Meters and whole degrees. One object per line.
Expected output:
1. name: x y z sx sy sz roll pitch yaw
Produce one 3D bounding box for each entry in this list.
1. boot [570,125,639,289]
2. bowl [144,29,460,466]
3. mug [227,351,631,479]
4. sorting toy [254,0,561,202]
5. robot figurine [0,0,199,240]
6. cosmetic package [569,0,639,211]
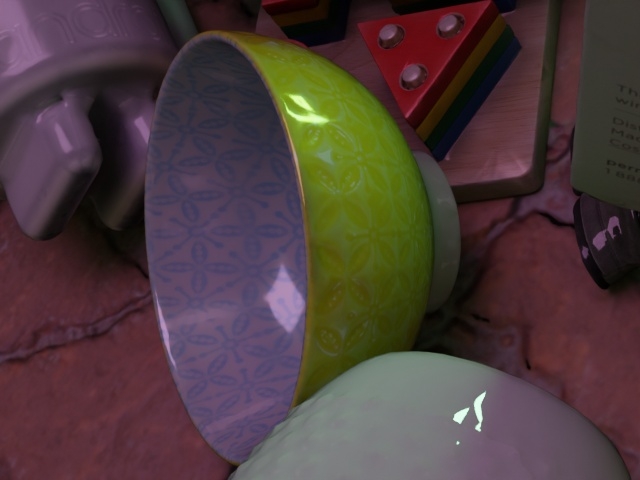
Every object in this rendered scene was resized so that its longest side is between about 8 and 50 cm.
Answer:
1. boot: 0.241 -0.091 1.158 0.161 0.083 0.246 -12 53 31
2. bowl: 0.000 0.000 1.167 0.156 0.289 0.289 -6 44 -25
3. mug: 0.010 0.249 0.974 0.374 0.276 0.328 -21 38 58
4. sorting toy: 0.043 -0.152 1.305 0.257 0.089 0.255 -7 57 27
5. robot figurine: -0.232 -0.173 1.380 0.200 0.300 0.353 -49 58 42
6. cosmetic package: 0.352 -0.215 0.945 0.329 0.327 0.393 18 69 14
